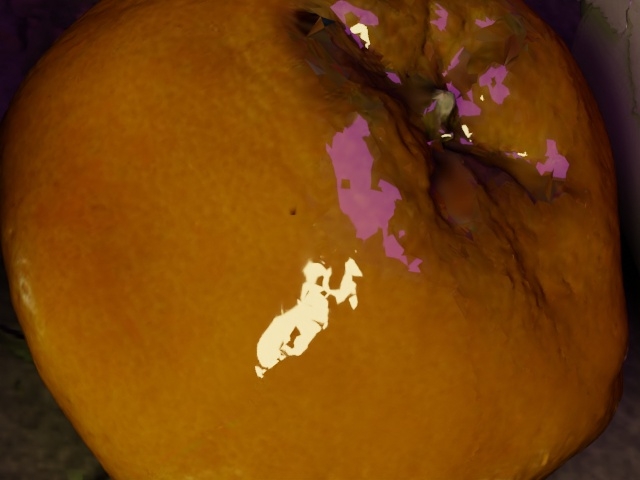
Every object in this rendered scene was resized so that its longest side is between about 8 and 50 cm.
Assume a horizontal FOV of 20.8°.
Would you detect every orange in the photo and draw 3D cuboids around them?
[{"bbox_3d":[0.000,0.000,0.627,0.249,0.183,0.249,10,54,-14],"label":"orange"}]

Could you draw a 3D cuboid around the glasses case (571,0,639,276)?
[{"bbox_3d":[0.202,0.019,0.751,0.128,0.083,0.308,0,58,-26],"label":"glasses case"}]
